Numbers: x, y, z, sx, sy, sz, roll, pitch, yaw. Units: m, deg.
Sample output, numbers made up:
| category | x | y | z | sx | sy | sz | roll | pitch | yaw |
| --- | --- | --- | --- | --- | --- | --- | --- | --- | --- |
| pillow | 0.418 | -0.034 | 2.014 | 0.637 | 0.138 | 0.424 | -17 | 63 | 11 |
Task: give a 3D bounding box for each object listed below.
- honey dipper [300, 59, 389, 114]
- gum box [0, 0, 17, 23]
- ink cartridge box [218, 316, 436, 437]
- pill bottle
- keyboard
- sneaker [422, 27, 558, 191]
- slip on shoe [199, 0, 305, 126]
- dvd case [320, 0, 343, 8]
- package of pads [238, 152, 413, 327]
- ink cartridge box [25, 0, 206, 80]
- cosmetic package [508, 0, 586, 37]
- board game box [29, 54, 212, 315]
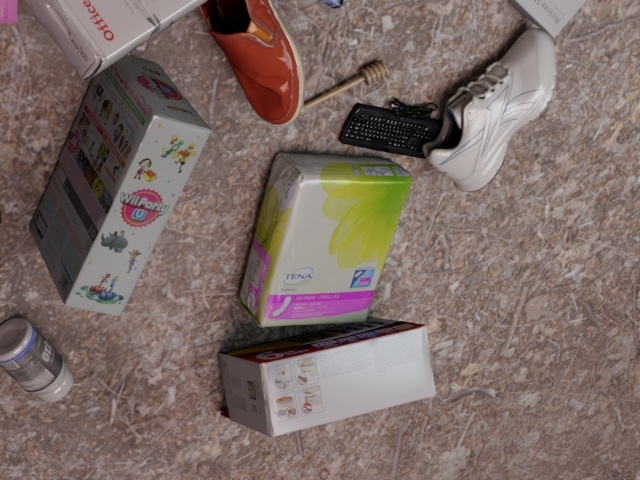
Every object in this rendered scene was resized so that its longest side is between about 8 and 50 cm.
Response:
| category | x | y | z | sx | sy | sz | roll | pitch | yaw |
| --- | --- | --- | --- | --- | --- | --- | --- | --- | --- |
| honey dipper | 0.032 | -0.238 | 1.968 | 0.160 | 0.030 | 0.030 | -27 | 130 | -9 |
| gum box | -0.444 | -0.360 | 1.583 | 0.107 | 0.062 | 0.188 | -9 | 125 | -25 |
| ink cartridge box | -0.005 | 0.227 | 2.164 | 0.309 | 0.272 | 0.130 | -11 | 95 | -24 |
| pill bottle | -0.448 | 0.189 | 1.945 | 0.078 | 0.078 | 0.137 | -36 | 132 | -4 |
| keyboard | 0.129 | -0.184 | 2.056 | 0.192 | 0.038 | 0.100 | 6 | 117 | -34 |
| sneaker | 0.283 | -0.223 | 2.065 | 0.129 | 0.111 | 0.297 | 25 | 100 | -36 |
| slip on shoe | -0.111 | -0.298 | 1.769 | 0.101 | 0.123 | 0.331 | -54 | 138 | -40 |
| dvd case | -0.046 | -0.452 | 1.719 | 0.253 | 0.022 | 0.180 | 23 | 73 | -38 |
| package of pads | 0.000 | 0.000 | 2.064 | 0.229 | 0.101 | 0.297 | 0 | 120 | -32 |
| ink cartridge box | -0.258 | -0.331 | 1.610 | 0.218 | 0.092 | 0.159 | -39 | 97 | -28 |
| cosmetic package | 0.330 | -0.527 | 1.903 | 0.284 | 0.097 | 0.377 | -49 | 131 | 11 |
| board game box | -0.290 | -0.083 | 1.756 | 0.097 | 0.224 | 0.303 | 13 | 114 | -35 |
